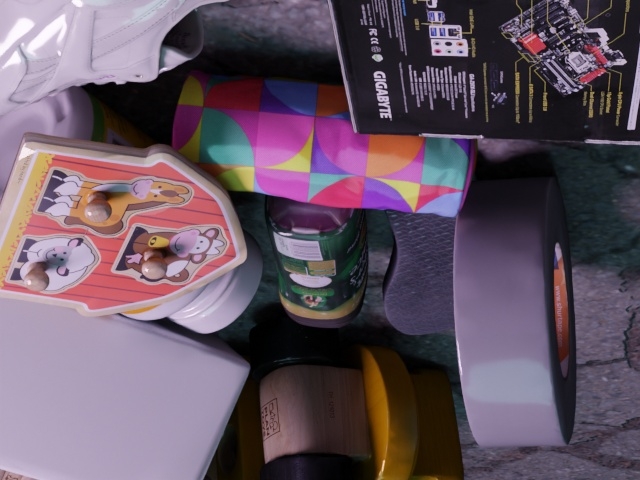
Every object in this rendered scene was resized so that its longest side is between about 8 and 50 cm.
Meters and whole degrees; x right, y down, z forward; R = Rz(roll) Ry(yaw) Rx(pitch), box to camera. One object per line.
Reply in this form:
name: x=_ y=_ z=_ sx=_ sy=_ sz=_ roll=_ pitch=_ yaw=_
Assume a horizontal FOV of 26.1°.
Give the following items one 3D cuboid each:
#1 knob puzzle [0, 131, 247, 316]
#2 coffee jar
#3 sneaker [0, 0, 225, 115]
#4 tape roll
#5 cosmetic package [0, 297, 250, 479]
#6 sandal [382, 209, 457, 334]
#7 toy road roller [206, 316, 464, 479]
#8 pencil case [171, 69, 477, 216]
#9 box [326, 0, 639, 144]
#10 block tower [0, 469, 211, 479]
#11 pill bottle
knob puzzle: x=-0.144 y=0.003 z=1.030 sx=0.213 sy=0.030 sz=0.213 roll=-7 pitch=140 yaw=-6
coffee jar: x=0.000 y=0.000 z=1.179 sx=0.079 sy=0.096 sz=0.184 roll=5 pitch=152 yaw=6
sneaker: x=-0.175 y=-0.133 z=0.950 sx=0.152 sy=0.114 sz=0.305 roll=25 pitch=146 yaw=-29
tape roll: x=0.162 y=0.058 z=1.126 sx=0.072 sy=0.219 sz=0.219 roll=-3 pitch=150 yaw=16
cosmetic package: x=-0.318 y=0.079 z=1.219 sx=0.453 sy=0.162 sz=0.230 roll=22 pitch=-177 yaw=-27
sandal: x=0.100 y=-0.002 z=1.215 sx=0.097 sy=0.054 sz=0.254 roll=-3 pitch=141 yaw=2
toy road roller: x=0.003 y=0.227 z=1.492 sx=0.240 sy=0.203 sz=0.329 roll=8 pitch=153 yaw=-27
pencil case: x=0.000 y=-0.073 z=1.048 sx=0.236 sy=0.104 sz=0.104 roll=5 pitch=151 yaw=2
box: x=0.131 y=-0.176 z=0.849 sx=0.257 sy=0.079 sz=0.322 roll=1 pitch=151 yaw=10
block tower: x=-0.250 y=0.239 z=1.339 sx=0.335 sy=0.097 sz=0.091 roll=24 pitch=-176 yaw=-21
pill bottle: x=-0.161 y=-0.017 z=1.134 sx=0.136 sy=0.136 sz=0.245 roll=-16 pitch=144 yaw=34
